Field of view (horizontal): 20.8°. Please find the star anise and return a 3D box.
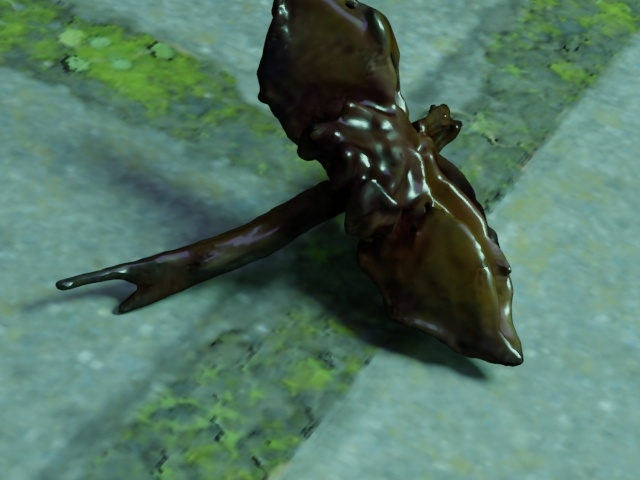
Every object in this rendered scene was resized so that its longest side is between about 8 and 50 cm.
[{"bbox_3d":[-0.006,-0.007,0.681,0.140,0.144,0.158,39,26,-44],"label":"star anise"}]
